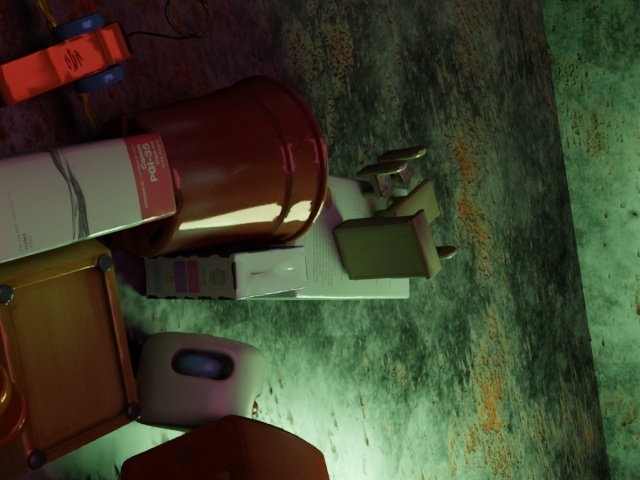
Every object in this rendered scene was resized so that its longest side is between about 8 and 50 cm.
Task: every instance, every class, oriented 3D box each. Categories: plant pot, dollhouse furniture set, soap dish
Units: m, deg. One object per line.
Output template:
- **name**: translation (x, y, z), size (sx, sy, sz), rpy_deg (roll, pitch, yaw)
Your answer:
- **plant pot**: translation (-0.132, 0.395, 1.206), size (0.235, 0.267, 0.267), rpy_deg (58, 10, -45)
- **dollhouse furniture set**: translation (0.162, -0.031, 1.534), size (0.242, 0.161, 0.212), rpy_deg (-39, 117, -47)
- **soap dish**: translation (-0.358, 0.149, 1.156), size (0.229, 0.118, 0.290), rpy_deg (-19, 103, -52)
- **plant pot**: translation (-0.177, -0.100, 1.310), size (0.265, 0.272, 0.272), rpy_deg (-16, 100, -45)

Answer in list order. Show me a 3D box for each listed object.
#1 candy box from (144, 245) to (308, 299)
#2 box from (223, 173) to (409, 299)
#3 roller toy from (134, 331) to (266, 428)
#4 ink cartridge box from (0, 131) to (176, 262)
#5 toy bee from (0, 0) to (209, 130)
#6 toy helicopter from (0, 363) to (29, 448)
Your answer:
- **candy box**: translation (-0.148, 0.049, 1.372), size (0.165, 0.196, 0.070), rpy_deg (-7, 93, -53)
- **box**: translation (0.000, 0.000, 1.593), size (0.345, 0.168, 0.215), rpy_deg (5, 83, -52)
- **roller toy**: translation (-0.179, 0.213, 1.324), size (0.209, 0.191, 0.146), rpy_deg (27, 65, -48)
- **ink cartridge box**: translation (-0.357, -0.052, 1.098), size (0.283, 0.207, 0.117), rpy_deg (-20, 104, -51)
- **toy bee**: translation (-0.323, -0.252, 1.234), size (0.298, 0.162, 0.195), rpy_deg (-5, 100, -28)
- **toy helicopter**: translation (-0.493, 0.243, 0.932), size (0.355, 0.235, 0.140), rpy_deg (-63, 176, -24)
